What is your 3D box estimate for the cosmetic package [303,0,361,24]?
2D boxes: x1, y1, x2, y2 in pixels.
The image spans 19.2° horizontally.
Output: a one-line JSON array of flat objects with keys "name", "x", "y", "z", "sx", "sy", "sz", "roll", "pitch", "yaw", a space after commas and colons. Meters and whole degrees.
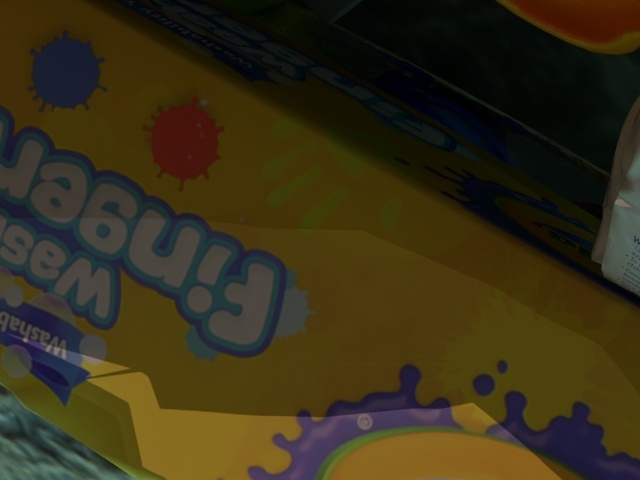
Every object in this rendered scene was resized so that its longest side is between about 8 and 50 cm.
[{"name": "cosmetic package", "x": 0.023, "y": -0.251, "z": 0.796, "sx": 0.224, "sy": 0.138, "sz": 0.224, "roll": 50, "pitch": 141, "yaw": -7}]

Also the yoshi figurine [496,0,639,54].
[{"name": "yoshi figurine", "x": 0.102, "y": -0.258, "z": 0.625, "sx": 0.203, "sy": 0.362, "sz": 0.203, "roll": 22, "pitch": 178, "yaw": 18}]

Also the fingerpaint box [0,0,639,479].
[{"name": "fingerpaint box", "x": 0.000, "y": 0.000, "z": 0.859, "sx": 0.445, "sy": 0.371, "sz": 0.163, "roll": 30, "pitch": 102, "yaw": 15}]

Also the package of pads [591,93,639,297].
[{"name": "package of pads", "x": 0.254, "y": -0.051, "z": 0.662, "sx": 0.229, "sy": 0.296, "sz": 0.101, "roll": 30, "pitch": 142, "yaw": 15}]
